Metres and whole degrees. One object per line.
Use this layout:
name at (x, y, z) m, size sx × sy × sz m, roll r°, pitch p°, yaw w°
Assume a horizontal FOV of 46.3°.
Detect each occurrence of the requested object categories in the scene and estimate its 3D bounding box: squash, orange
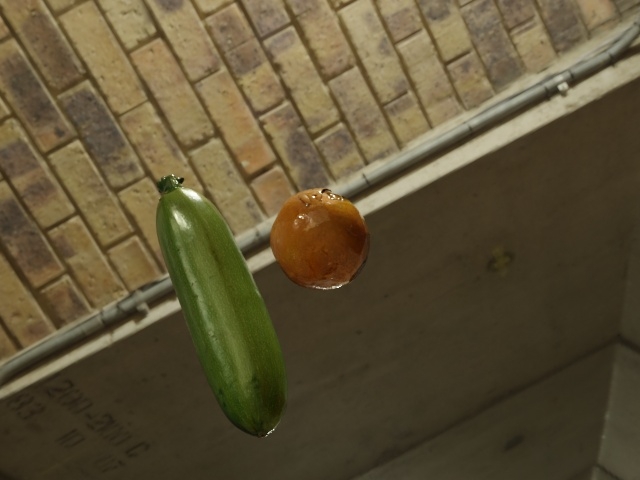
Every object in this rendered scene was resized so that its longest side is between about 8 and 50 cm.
squash at (-0.133, 0.076, 0.985) m, size 0.107 × 0.107 × 0.395 m, roll 69°, pitch -5°, yaw -65°
orange at (0.000, -0.001, 0.596) m, size 0.083 × 0.083 × 0.083 m, roll 60°, pitch -4°, yaw 7°
